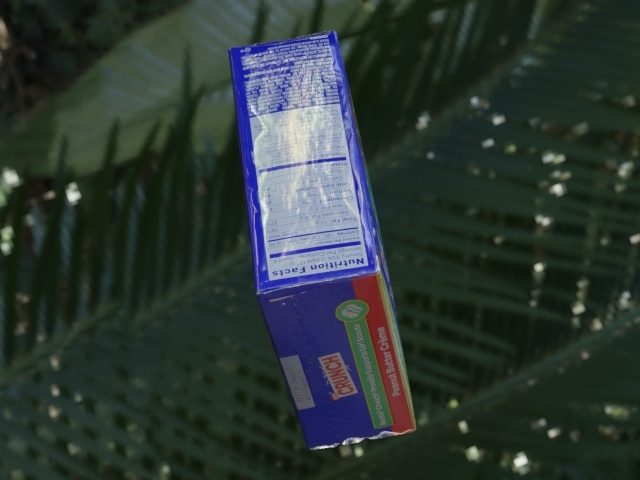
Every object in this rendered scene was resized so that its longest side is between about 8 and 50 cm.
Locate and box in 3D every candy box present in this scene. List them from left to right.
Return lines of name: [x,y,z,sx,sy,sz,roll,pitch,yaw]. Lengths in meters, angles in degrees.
candy box: [0.000,0.000,1.469,0.268,0.122,0.317,76,4,-51]
